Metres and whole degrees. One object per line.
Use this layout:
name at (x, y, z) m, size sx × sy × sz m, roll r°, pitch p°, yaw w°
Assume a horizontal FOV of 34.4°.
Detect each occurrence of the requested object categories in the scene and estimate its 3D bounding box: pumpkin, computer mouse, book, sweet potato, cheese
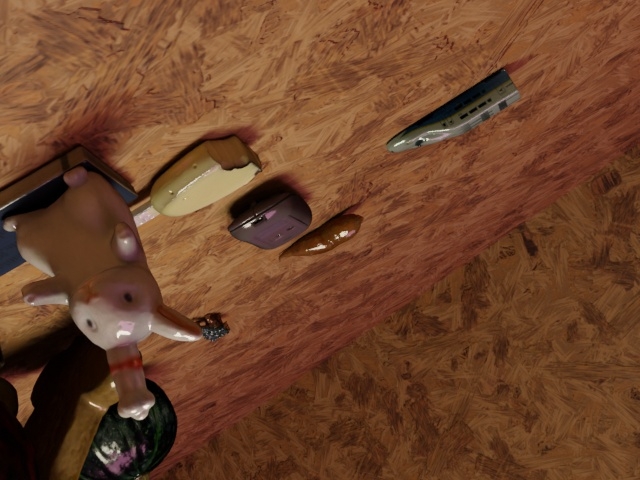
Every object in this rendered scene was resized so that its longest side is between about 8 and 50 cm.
pumpkin at (-0.458, 0.440, 2.262) m, size 0.315 × 0.238 × 0.315 m, roll -31°, pitch 163°, yaw -10°
computer mouse at (-0.082, -0.034, 1.703) m, size 0.120 × 0.057 × 0.232 m, roll -31°, pitch 169°, yaw 8°
book at (-0.369, -0.016, 1.260) m, size 0.269 × 0.025 × 0.191 m, roll -30°, pitch 167°, yaw 2°
sweet potato at (0.000, 0.000, 2.008) m, size 0.195 × 0.056 × 0.056 m, roll -27°, pitch 167°, yaw 14°
cheese at (-0.202, -0.057, 1.390) m, size 0.255 × 0.050 × 0.127 m, roll -31°, pitch 166°, yaw 5°

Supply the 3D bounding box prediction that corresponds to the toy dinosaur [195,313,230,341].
toy dinosaur at (-0.234, 0.187, 2.189) m, size 0.049 × 0.055 × 0.154 m, roll -31°, pitch 169°, yaw 21°

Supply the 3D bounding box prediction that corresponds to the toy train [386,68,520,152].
toy train at (0.220, -0.200, 1.728) m, size 0.234 × 0.051 × 0.052 m, roll -32°, pitch 162°, yaw 9°

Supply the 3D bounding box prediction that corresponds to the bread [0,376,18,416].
bread at (-0.561, 0.281, 1.760) m, size 0.110 × 0.103 × 0.156 m, roll -6°, pitch 160°, yaw -47°

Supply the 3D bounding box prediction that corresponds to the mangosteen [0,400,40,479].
mangosteen at (-0.587, 0.380, 1.427) m, size 0.381 × 0.381 × 0.421 m, roll 35°, pitch 76°, yaw -75°

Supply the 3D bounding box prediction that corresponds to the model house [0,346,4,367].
model house at (-0.503, 0.130, 1.323) m, size 0.152 × 0.106 × 0.165 m, roll 0°, pitch 163°, yaw -33°

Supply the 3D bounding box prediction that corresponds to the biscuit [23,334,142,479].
biscuit at (-0.424, 0.330, 1.703) m, size 0.368 × 0.076 × 0.394 m, roll -23°, pitch -140°, yaw 49°

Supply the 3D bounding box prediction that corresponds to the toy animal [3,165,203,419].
toy animal at (-0.242, 0.050, 1.163) m, size 0.141 × 0.282 × 0.138 m, roll -34°, pitch 150°, yaw 9°
